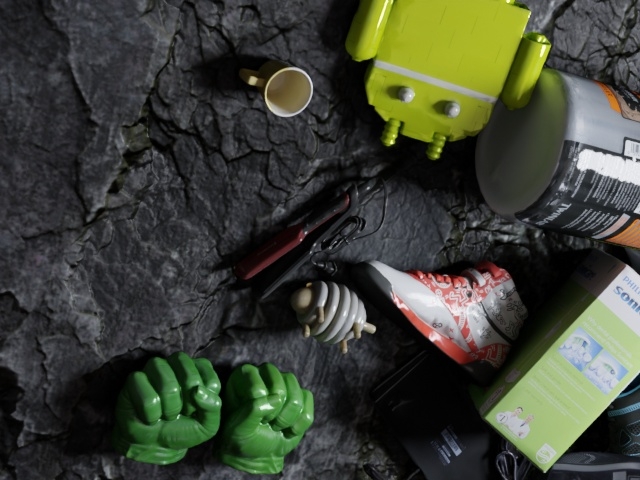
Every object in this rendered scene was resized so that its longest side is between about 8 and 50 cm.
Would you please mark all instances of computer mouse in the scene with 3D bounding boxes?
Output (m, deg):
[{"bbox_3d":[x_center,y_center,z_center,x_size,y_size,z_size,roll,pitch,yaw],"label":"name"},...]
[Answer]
[{"bbox_3d":[0.397,0.363,2.233,0.272,0.072,0.189,5,106,11],"label":"computer mouse"}]

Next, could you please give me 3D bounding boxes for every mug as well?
[{"bbox_3d":[-0.054,-0.196,1.823,0.062,0.064,0.078,-42,123,1],"label":"mug"}]

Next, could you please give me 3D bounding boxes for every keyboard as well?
[{"bbox_3d":[0.156,0.316,2.194,0.201,0.033,0.317,-41,123,-9],"label":"keyboard"}]

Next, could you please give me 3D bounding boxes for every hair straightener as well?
[{"bbox_3d":[0.000,0.000,1.964,0.230,0.047,0.089,-39,124,-7],"label":"hair straightener"}]

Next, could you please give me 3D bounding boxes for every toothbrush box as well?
[{"bbox_3d":[0.349,0.160,2.081,0.122,0.206,0.283,41,94,-5],"label":"toothbrush box"}]

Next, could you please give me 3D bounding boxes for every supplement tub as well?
[{"bbox_3d":[0.393,-0.098,1.987,0.338,0.207,0.207,11,110,-29],"label":"supplement tub"}]

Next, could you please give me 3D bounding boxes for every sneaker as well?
[{"bbox_3d":[0.482,0.286,2.295,0.139,0.125,0.341,27,106,-4],"label":"sneaker"},{"bbox_3d":[0.170,0.070,2.050,0.270,0.090,0.145,40,77,-23],"label":"sneaker"}]

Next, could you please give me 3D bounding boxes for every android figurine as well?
[{"bbox_3d":[0.154,-0.236,1.870,0.248,0.056,0.273,18,108,-9],"label":"android figurine"}]

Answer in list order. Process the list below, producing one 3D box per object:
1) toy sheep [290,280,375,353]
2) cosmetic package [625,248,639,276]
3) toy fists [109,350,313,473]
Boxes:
[{"bbox_3d":[0.016,0.099,1.988,0.132,0.091,0.091,29,101,-25],"label":"toy sheep"},{"bbox_3d":[0.538,0.066,2.118,0.085,0.231,0.117,-35,124,-4],"label":"cosmetic package"},{"bbox_3d":[-0.138,0.228,1.980,0.279,0.096,0.142,10,109,-26],"label":"toy fists"}]
